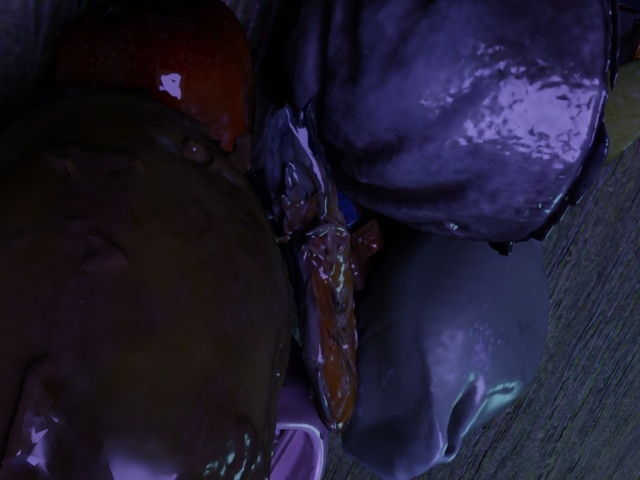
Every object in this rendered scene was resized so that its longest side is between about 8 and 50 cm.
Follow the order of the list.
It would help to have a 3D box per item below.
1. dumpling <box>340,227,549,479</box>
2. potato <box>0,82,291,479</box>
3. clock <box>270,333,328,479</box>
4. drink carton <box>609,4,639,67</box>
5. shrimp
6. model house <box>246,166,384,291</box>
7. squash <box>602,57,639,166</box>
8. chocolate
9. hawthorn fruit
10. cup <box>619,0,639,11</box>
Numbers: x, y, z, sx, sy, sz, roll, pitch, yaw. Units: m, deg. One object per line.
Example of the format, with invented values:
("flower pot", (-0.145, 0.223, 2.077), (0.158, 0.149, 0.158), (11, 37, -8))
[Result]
("dumpling", (0.140, 0.105, 0.800), (0.321, 0.212, 0.270), (-26, 145, -35))
("potato", (-0.123, 0.073, 0.404), (0.301, 0.237, 0.288), (-31, 109, -8))
("clock", (-0.174, 0.232, 0.709), (0.368, 0.250, 0.376), (15, 110, -37))
("drink carton", (0.438, -0.226, 0.917), (0.223, 0.071, 0.096), (4, 115, -34))
("shrimp", (-0.001, 0.039, 0.592), (0.062, 0.164, 0.316), (-7, 130, 4))
("model house", (0.000, 0.000, 0.736), (0.119, 0.149, 0.148), (-31, 128, -14))
("squash", (0.264, -0.155, 0.742), (0.204, 0.155, 0.237), (-54, 171, 10))
("chocolate", (0.078, -0.139, 0.618), (0.213, 0.303, 0.303), (0, 120, -13))
("hawthorn fruit", (-0.125, -0.106, 0.584), (0.169, 0.169, 0.188), (-23, 127, -18))
("cup", (0.369, -0.387, 0.684), (0.257, 0.331, 0.311), (30, 105, -7))
